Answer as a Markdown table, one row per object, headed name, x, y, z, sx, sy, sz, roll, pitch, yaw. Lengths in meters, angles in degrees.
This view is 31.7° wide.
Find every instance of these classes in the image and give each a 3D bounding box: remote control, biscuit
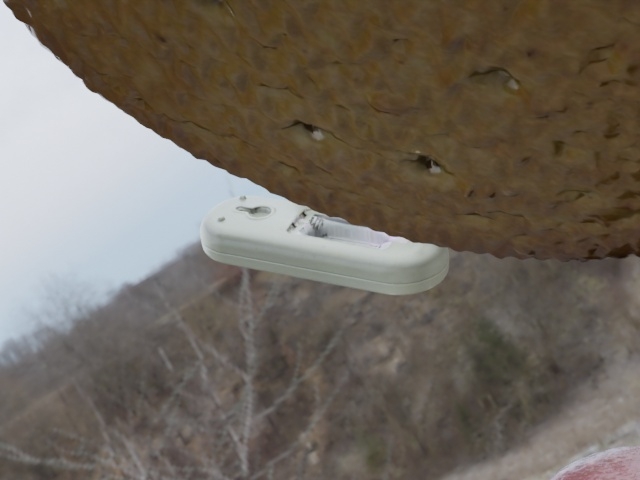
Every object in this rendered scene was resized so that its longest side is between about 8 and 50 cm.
| name | x | y | z | sx | sy | sz | roll | pitch | yaw |
| --- | --- | --- | --- | --- | --- | --- | --- | --- | --- |
| remote control | 0.000 | 0.000 | 0.937 | 0.221 | 0.042 | 0.078 | 11 | 35 | 23 |
| biscuit | 0.019 | -0.069 | 0.395 | 0.038 | 0.305 | 0.305 | -70 | 13 | -18 |

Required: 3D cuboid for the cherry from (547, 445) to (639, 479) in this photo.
| name | x | y | z | sx | sy | sz | roll | pitch | yaw |
| --- | --- | --- | --- | --- | --- | --- | --- | --- | --- |
| cherry | 0.235 | 0.258 | 0.697 | 0.213 | 0.285 | 0.236 | -27 | 5 | -12 |
